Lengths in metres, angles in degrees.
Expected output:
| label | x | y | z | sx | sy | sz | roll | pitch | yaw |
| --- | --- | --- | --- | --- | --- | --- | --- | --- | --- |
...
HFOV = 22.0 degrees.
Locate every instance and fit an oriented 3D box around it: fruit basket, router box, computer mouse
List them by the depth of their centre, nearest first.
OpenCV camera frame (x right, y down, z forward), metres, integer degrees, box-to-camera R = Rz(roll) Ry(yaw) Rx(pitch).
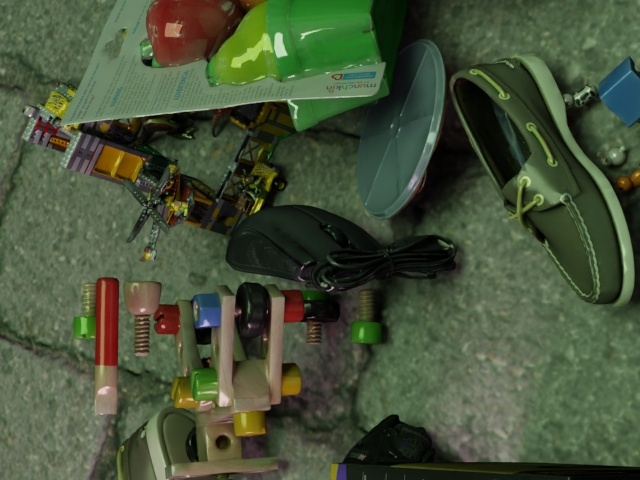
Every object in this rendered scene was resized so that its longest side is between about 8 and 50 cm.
| label | x | y | z | sx | sy | sz | roll | pitch | yaw |
| --- | --- | --- | --- | --- | --- | --- | --- | --- | --- |
| router box | 0.194 | 0.242 | 1.475 | 0.242 | 0.308 | 0.081 | -3 | 82 | 38 |
| computer mouse | 0.000 | 0.000 | 1.791 | 0.272 | 0.188 | 0.072 | 7 | 103 | 50 |
| fruit basket | -0.082 | -0.229 | 1.827 | 0.353 | 0.165 | 0.327 | -10 | 37 | 18 |

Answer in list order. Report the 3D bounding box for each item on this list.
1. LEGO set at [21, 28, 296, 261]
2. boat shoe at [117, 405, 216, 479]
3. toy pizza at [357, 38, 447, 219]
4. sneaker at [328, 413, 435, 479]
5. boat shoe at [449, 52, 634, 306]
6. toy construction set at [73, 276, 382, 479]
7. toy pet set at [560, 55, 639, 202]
| label | x | y | z | sx | sy | sz | roll | pitch | yaw |
| --- | --- | --- | --- | --- | --- | --- | --- | --- | --- |
| LEGO set | -0.204 | -0.149 | 1.963 | 0.331 | 0.192 | 0.255 | 43 | 106 | 37 |
| boat shoe | -0.164 | 0.352 | 1.868 | 0.096 | 0.116 | 0.324 | -34 | 56 | 33 |
| toy pizza | 0.094 | -0.118 | 1.780 | 0.201 | 0.032 | 0.201 | -166 | 90 | -70 |
| sneaker | 0.057 | 0.240 | 1.628 | 0.107 | 0.283 | 0.124 | 30 | 98 | -4 |
| boat shoe | 0.219 | -0.058 | 1.644 | 0.109 | 0.091 | 0.305 | 110 | 146 | -52 |
| toy construction set | -0.127 | 0.167 | 1.775 | 0.257 | 0.308 | 0.237 | -6 | 81 | 46 |
| toy pet set | 0.288 | -0.117 | 1.643 | 0.114 | 0.065 | 0.122 | -43 | 57 | 23 |
